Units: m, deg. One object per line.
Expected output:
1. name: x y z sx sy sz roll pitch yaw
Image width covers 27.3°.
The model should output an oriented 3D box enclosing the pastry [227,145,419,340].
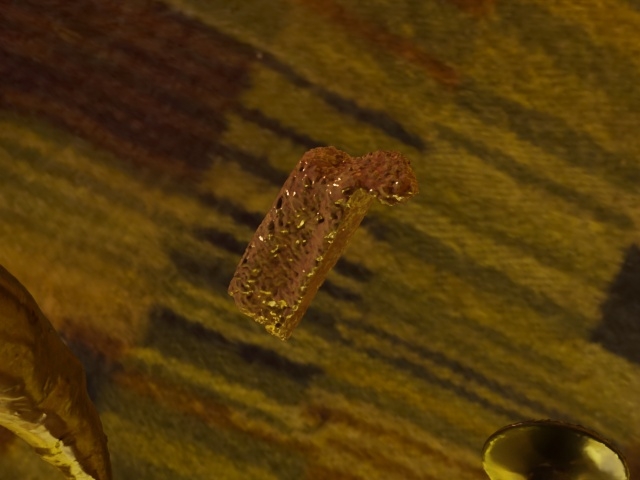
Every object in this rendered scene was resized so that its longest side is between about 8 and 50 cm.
1. pastry: -0.009 -0.010 1.352 0.112 0.103 0.265 41 123 1

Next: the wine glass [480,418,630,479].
1. wine glass: 0.114 0.203 0.714 0.093 0.093 0.202 43 45 -24

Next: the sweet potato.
1. sweet potato: -0.299 0.117 1.238 0.130 0.130 0.422 -38 136 -9
